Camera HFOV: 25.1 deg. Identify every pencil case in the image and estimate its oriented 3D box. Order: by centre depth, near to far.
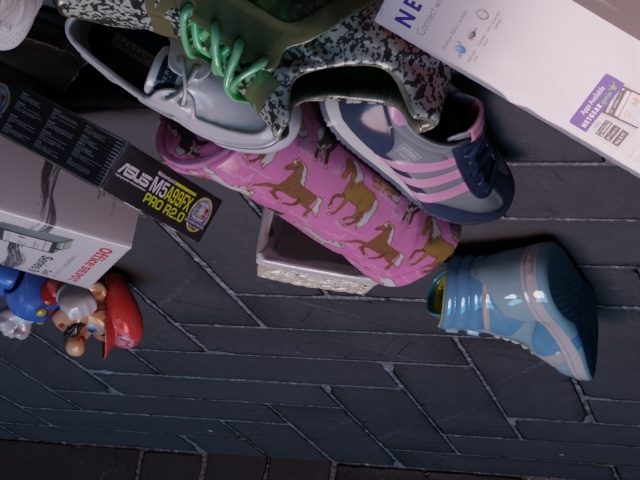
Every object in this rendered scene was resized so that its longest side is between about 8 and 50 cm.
[{"bbox_3d":[-0.003,-0.075,1.613,0.160,0.167,0.386,-34,139,26],"label":"pencil case"}]

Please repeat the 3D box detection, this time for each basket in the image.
[{"bbox_3d":[0.000,0.000,1.876,0.167,0.113,0.103,10,163,-5],"label":"basket"}]

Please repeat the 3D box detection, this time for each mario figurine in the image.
[{"bbox_3d":[-0.436,0.112,2.243,0.320,0.170,0.198,18,-167,-3],"label":"mario figurine"}]

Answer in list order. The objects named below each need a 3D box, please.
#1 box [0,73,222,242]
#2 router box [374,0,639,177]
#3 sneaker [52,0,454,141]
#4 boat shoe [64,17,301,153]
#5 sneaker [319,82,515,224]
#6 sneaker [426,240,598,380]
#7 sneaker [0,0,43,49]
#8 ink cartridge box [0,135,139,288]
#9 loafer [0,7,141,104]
[{"bbox_3d":[-0.268,-0.102,1.596,0.270,0.060,0.216,27,176,29],"label":"box"},{"bbox_3d":[0.231,-0.209,1.059,0.301,0.082,0.335,30,147,1],"label":"router box"},{"bbox_3d":[-0.057,-0.185,1.304,0.410,0.182,0.158,6,159,9],"label":"sneaker"},{"bbox_3d":[-0.142,-0.157,1.415,0.258,0.095,0.084,24,-169,20],"label":"boat shoe"},{"bbox_3d":[0.141,-0.102,1.548,0.131,0.112,0.319,-6,156,41],"label":"sneaker"},{"bbox_3d":[0.270,0.103,2.026,0.208,0.127,0.319,-4,147,25],"label":"sneaker"},{"bbox_3d":[-0.320,-0.245,1.330,0.111,0.129,0.297,7,161,-3],"label":"sneaker"},{"bbox_3d":[-0.397,-0.051,1.878,0.289,0.122,0.211,16,157,-20],"label":"ink cartridge box"},{"bbox_3d":[-0.272,-0.192,1.519,0.220,0.078,0.080,7,159,2],"label":"loafer"}]
